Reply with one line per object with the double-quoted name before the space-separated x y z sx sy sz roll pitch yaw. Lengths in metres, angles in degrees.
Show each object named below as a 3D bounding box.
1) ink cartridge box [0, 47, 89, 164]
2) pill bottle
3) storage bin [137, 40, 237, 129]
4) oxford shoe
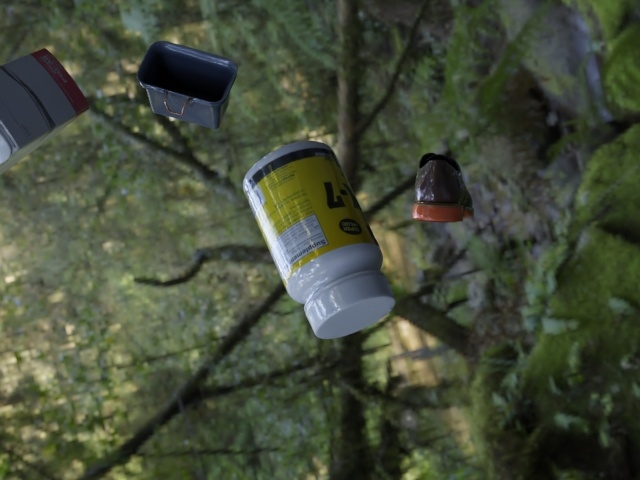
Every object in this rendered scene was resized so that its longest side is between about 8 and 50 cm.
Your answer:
"ink cartridge box" -0.473 -0.150 1.515 0.117 0.207 0.283 55 -164 -10
"pill bottle" 0.000 0.000 1.249 0.119 0.119 0.208 98 150 -64
"storage bin" -0.193 -0.215 1.588 0.091 0.135 0.098 95 -168 -60
"oxford shoe" 0.190 -0.084 1.661 0.271 0.097 0.098 -45 -43 -82
